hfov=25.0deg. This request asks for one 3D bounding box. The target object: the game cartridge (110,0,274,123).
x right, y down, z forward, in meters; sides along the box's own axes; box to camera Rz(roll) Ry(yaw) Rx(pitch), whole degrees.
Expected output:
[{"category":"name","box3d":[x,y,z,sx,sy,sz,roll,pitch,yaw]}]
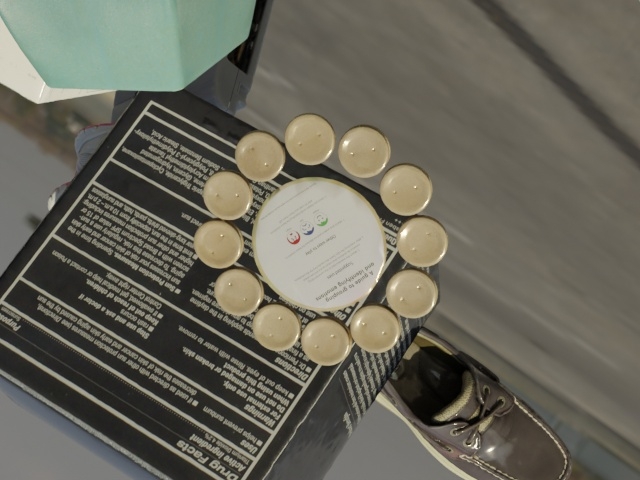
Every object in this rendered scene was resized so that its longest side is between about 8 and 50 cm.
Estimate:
[{"category":"game cartridge","box3d":[-0.137,-0.230,1.603,0.198,0.297,0.062,-16,139,37]}]

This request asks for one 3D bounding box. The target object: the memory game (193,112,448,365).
[{"category":"memory game","box3d":[0.000,0.000,1.024,0.186,0.186,0.012,36,-159,3]}]

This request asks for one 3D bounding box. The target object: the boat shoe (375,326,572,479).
[{"category":"boat shoe","box3d":[0.134,0.165,1.461,0.285,0.103,0.092,39,171,2]}]

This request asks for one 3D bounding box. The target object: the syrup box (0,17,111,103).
[{"category":"syrup box","box3d":[-0.203,-0.188,1.249,0.093,0.096,0.237,29,-160,14]}]

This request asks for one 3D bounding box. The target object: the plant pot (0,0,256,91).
[{"category":"plant pot","box3d":[-0.128,-0.222,0.920,0.166,0.234,0.165,3,-151,25]}]

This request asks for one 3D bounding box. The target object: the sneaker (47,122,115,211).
[{"category":"sneaker","box3d":[-0.218,-0.035,1.516,0.103,0.111,0.252,4,152,-21]}]

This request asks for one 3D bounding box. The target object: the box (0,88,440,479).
[{"category":"box","box3d":[-0.098,0.068,1.248,0.296,0.294,0.183,30,162,18]}]
